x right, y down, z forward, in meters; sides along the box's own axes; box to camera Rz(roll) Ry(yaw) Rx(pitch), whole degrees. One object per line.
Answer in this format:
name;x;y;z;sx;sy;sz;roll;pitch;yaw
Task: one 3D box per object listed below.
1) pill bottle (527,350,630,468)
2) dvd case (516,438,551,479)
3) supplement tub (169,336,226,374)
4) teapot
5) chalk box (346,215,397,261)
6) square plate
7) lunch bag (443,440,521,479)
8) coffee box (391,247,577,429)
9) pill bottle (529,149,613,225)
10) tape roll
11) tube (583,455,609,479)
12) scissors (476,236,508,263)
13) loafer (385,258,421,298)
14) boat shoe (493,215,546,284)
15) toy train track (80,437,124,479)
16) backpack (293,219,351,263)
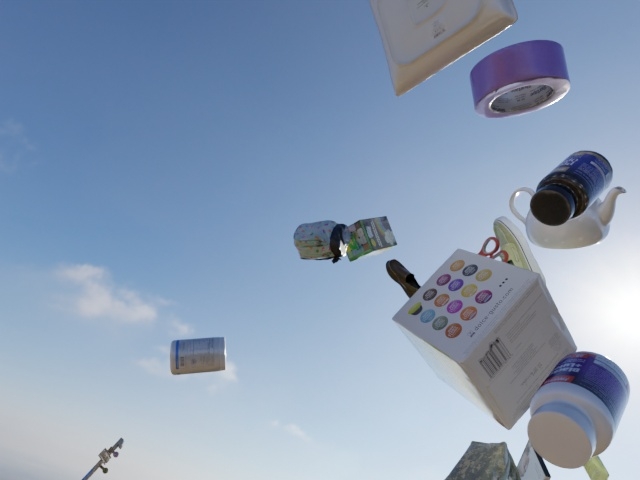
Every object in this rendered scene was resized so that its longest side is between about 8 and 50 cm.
pill bottle;0.376;0.245;0.667;0.108;0.193;0.108;12;-72;40
dvd case;0.756;0.883;1.658;0.022;0.180;0.253;12;-71;2
supplement tub;-0.246;0.233;0.920;0.107;0.071;0.071;-1;-29;-13
teapot;0.760;-0.094;1.420;0.256;0.252;0.187;-12;-75;8
chalk box;0.168;-0.004;1.757;0.213;0.132;0.132;-10;-14;-43
square plate;0.283;-0.607;1.165;0.347;0.344;0.049;-24;-19;40
lunch bag;0.567;0.859;1.499;0.169;0.235;0.287;-23;-91;45
coffee box;0.499;0.285;1.408;0.338;0.337;0.334;51;-11;-25
pill bottle;0.599;-0.123;1.091;0.123;0.219;0.123;33;-40;33
tape roll;0.420;-0.336;0.965;0.189;0.080;0.189;-6;-9;-1
tube;0.866;0.691;1.482;0.062;0.240;0.070;-34;-72;17
scissors;0.530;0.088;1.597;0.021;0.109;0.297;-1;-27;-34
loafer;0.363;0.152;1.926;0.220;0.080;0.078;51;-35;29
boat shoe;0.709;0.053;1.663;0.094;0.302;0.109;-22;-18;-6
toy train track;-0.246;0.256;0.497;0.014;0.083;0.048;34;-38;11
backpack;0.000;0.000;1.550;0.182;0.152;0.115;-5;-59;25
